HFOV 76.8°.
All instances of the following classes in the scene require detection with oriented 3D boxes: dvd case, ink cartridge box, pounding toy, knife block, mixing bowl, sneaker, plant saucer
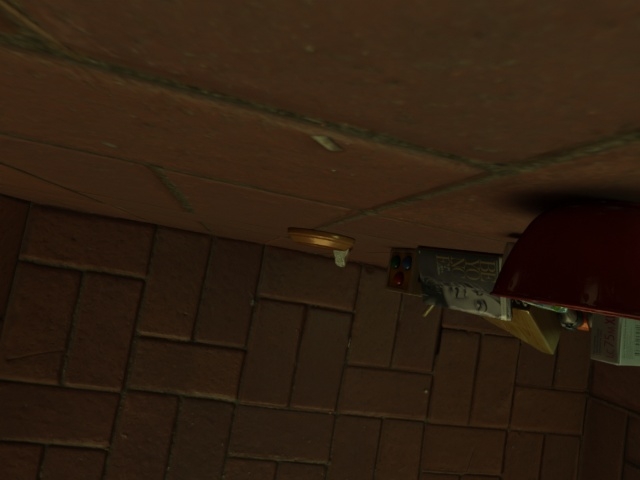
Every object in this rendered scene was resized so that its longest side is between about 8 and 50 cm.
[{"bbox_3d":[0.344,0.101,0.978,0.221,0.165,0.018,6,-152,39],"label":"dvd case"},{"bbox_3d":[0.699,0.177,0.886,0.310,0.186,0.065,12,173,-29],"label":"ink cartridge box"},{"bbox_3d":[0.269,0.118,1.135,0.094,0.181,0.206,12,175,-23],"label":"pounding toy"},{"bbox_3d":[0.515,0.158,1.006,0.275,0.088,0.242,31,159,11],"label":"knife block"},{"bbox_3d":[0.261,0.020,0.380,0.181,0.099,0.181,9,176,1],"label":"mixing bowl"},{"bbox_3d":[0.075,0.025,1.318,0.050,0.070,0.134,18,148,12],"label":"sneaker"},{"bbox_3d":[0.000,0.000,1.170,0.199,0.037,0.200,9,175,1],"label":"plant saucer"}]

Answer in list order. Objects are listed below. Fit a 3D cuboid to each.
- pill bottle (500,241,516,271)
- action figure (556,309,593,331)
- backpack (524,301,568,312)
[{"bbox_3d":[0.355,0.046,0.592,0.160,0.087,0.087,9,176,17],"label":"pill bottle"},{"bbox_3d":[0.670,0.187,1.202,0.329,0.179,0.341,10,179,40],"label":"action figure"},{"bbox_3d":[0.385,0.066,0.698,0.104,0.084,0.114,14,-157,18],"label":"backpack"}]
